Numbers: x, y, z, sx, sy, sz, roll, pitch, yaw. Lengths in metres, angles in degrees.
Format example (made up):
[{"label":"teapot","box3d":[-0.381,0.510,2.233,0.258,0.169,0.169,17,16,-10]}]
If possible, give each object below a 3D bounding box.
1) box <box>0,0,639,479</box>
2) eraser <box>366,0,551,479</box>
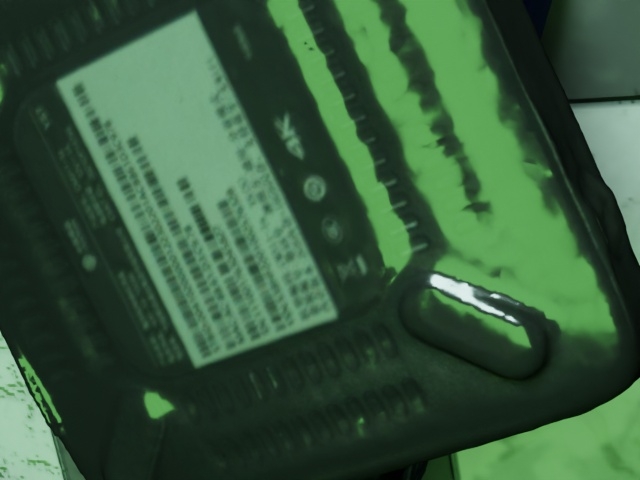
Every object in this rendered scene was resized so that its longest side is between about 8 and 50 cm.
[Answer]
[{"label":"box","box3d":[-0.034,-0.029,0.644,0.289,0.073,0.290,-20,99,30]},{"label":"eraser","box3d":[0.000,0.000,0.745,0.155,0.101,0.332,20,118,14]}]
